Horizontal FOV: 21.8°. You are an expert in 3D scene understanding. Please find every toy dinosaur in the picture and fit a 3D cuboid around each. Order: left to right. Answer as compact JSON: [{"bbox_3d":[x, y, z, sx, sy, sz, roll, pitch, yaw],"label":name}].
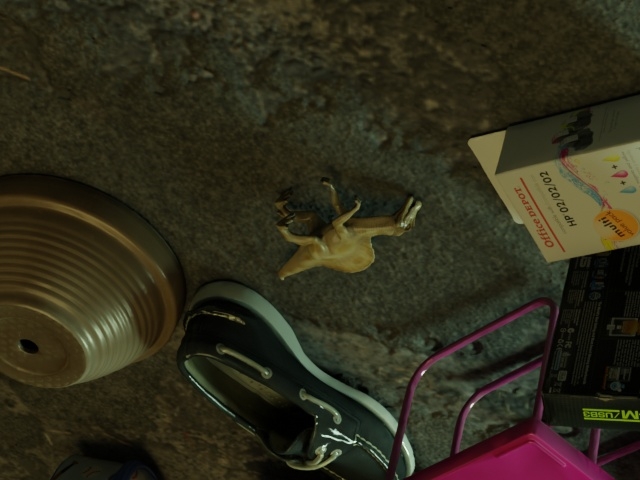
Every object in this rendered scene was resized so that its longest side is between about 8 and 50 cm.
[{"bbox_3d":[0.000,0.000,1.437,0.183,0.053,0.092,-25,123,38],"label":"toy dinosaur"}]

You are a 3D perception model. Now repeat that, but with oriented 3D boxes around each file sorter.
[{"bbox_3d":[0.227,0.215,1.481,0.291,0.182,0.202,38,134,-21],"label":"file sorter"}]

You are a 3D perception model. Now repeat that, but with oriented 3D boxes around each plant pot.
[{"bbox_3d":[-0.253,0.059,1.551,0.237,0.110,0.237,10,136,10],"label":"plant pot"}]

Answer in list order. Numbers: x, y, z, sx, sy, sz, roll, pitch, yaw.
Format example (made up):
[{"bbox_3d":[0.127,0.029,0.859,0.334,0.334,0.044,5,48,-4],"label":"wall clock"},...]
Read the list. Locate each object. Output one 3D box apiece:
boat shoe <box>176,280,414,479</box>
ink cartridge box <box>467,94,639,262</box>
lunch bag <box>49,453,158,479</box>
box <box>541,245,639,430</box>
[{"bbox_3d":[-0.027,0.168,1.592,0.302,0.091,0.114,42,134,-22],"label":"boat shoe"},{"bbox_3d":[0.210,-0.045,1.304,0.181,0.061,0.104,-13,129,31],"label":"ink cartridge box"},{"bbox_3d":[-0.231,0.398,1.797,0.115,0.243,0.303,1,134,20],"label":"lunch bag"},{"bbox_3d":[0.279,0.069,1.304,0.184,0.190,0.045,2,133,17],"label":"box"}]
